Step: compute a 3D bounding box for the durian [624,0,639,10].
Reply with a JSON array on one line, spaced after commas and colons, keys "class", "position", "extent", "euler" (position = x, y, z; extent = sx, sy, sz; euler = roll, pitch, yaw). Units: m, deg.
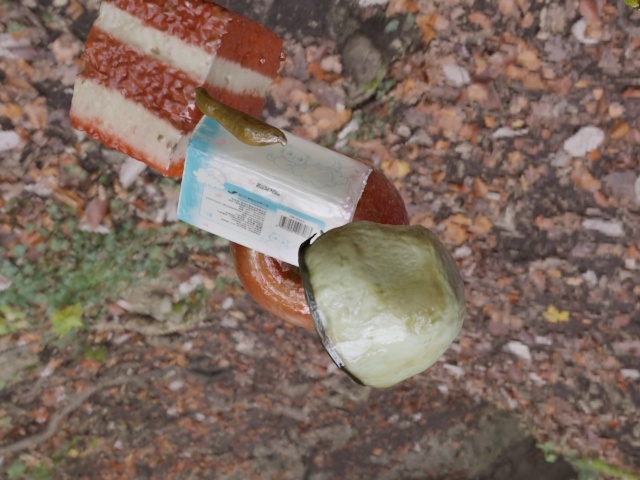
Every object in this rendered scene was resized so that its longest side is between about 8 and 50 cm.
[{"class": "durian", "position": [0.213, -0.194, 0.463], "extent": [0.252, 0.139, 0.145], "euler": [14, 121, 31]}]

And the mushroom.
[{"class": "mushroom", "position": [0.097, 0.077, 1.134], "extent": [0.164, 0.190, 0.267], "euler": [-23, 135, 16]}]

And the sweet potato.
[{"class": "sweet potato", "position": [-0.074, -0.102, 0.753], "extent": [0.115, 0.026, 0.026], "euler": [32, 143, 29]}]

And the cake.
[{"class": "cake", "position": [-0.268, -0.302, 1.650], "extent": [0.269, 0.270, 0.320], "euler": [29, 101, 19]}]

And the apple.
[{"class": "apple", "position": [0.000, 0.000, 1.665], "extent": [0.348, 0.277, 0.349], "euler": [2, 101, 10]}]

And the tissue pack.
[{"class": "tissue pack", "position": [-0.076, -0.077, 1.380], "extent": [0.271, 0.124, 0.201], "euler": [22, 145, 2]}]
